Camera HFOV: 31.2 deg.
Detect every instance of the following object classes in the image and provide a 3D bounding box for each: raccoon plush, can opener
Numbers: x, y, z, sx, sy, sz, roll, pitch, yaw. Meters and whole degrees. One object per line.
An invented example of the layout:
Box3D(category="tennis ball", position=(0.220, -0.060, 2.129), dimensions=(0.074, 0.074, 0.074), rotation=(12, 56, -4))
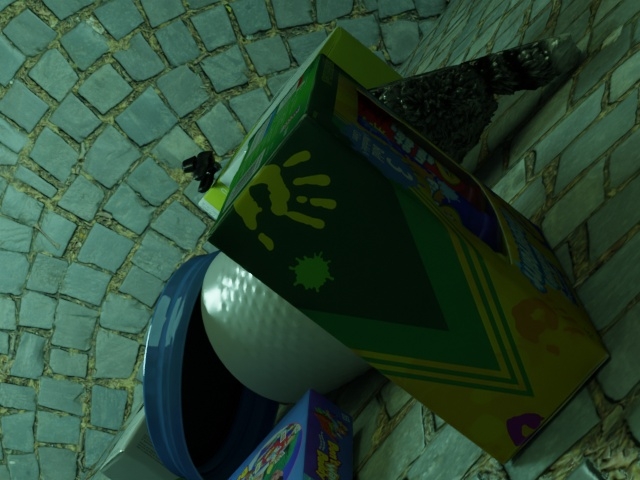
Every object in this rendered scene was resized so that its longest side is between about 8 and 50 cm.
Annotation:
Box3D(category="raccoon plush", position=(0.238, -0.141, 1.914), dimensions=(0.446, 0.299, 0.216), rotation=(-13, 8, 22))
Box3D(category="can opener", position=(-0.228, -0.127, 2.227), dimensions=(0.073, 0.059, 0.186), rotation=(-27, 21, 2))

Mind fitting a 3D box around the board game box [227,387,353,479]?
Box3D(category="board game box", position=(-0.094, 0.391, 1.527), dimensions=(0.347, 0.078, 0.233), rotation=(-49, 13, 20))

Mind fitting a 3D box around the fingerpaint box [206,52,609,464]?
Box3D(category="fingerpaint box", position=(0.092, -0.011, 1.266), dimensions=(0.163, 0.371, 0.445), rotation=(-50, 8, 14))

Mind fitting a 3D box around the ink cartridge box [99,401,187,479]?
Box3D(category="ink cartridge box", position=(-0.229, 0.345, 2.047), dimensions=(0.117, 0.201, 0.278), rotation=(-42, 13, 48))

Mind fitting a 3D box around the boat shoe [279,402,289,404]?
Box3D(category="boat shoe", position=(0.010, 0.159, 1.913), dimensions=(0.098, 0.109, 0.302), rotation=(-23, 17, 33))

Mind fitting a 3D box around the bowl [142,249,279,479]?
Box3D(category="bowl", position=(-0.168, 0.207, 1.863), dimensions=(0.077, 0.391, 0.391), rotation=(2, 37, 22))

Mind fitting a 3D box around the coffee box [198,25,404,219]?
Box3D(category="coffee box", position=(0.022, -0.139, 2.235), dimensions=(0.338, 0.337, 0.334), rotation=(-56, 9, -25))

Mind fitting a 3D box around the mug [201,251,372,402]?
Box3D(category="mug", position=(0.044, 0.026, 1.696), dimensions=(0.328, 0.276, 0.374), rotation=(-35, 17, 45))
